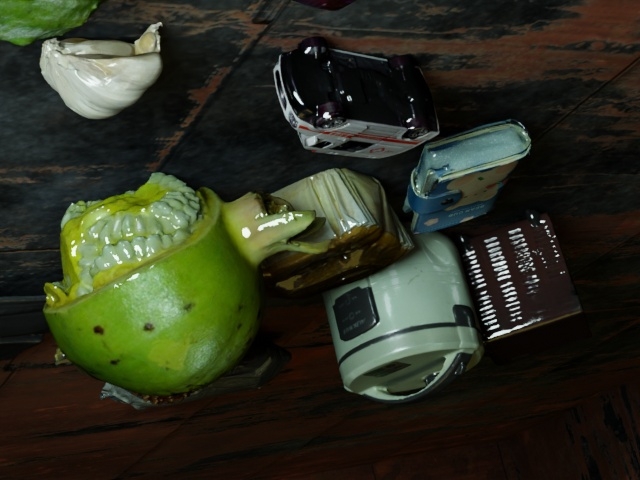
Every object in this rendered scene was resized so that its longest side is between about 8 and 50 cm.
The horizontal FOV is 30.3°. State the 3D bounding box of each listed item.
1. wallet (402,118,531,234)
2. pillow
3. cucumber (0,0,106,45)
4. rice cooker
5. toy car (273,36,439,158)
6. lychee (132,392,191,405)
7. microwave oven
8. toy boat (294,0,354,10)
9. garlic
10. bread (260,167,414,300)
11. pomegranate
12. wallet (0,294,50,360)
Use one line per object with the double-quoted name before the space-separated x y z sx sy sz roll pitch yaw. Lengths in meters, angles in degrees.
"wallet" 0.179 -0.079 1.507 0.141 0.059 0.202 -18 163 -11
"pillow" -0.204 0.224 2.011 0.335 0.092 0.161 -7 165 -22
"cucumber" -0.228 -0.194 0.808 0.134 0.134 0.244 -28 161 33
"rice cooker" 0.114 0.114 1.711 0.226 0.244 0.226 -13 161 -4
"toy car" 0.020 -0.135 1.192 0.210 0.089 0.108 1 160 -46
"lychee" -0.217 0.137 1.641 0.188 0.188 0.188 -13 161 -5
"microwave oven" 0.308 0.081 1.863 0.188 0.178 0.247 -17 161 12
"toy boat" -0.078 -0.251 0.829 0.136 0.079 0.392 -26 161 23
"garlic" -0.190 -0.144 1.029 0.113 0.074 0.094 -12 178 44
"bread" -0.001 0.002 1.518 0.210 0.109 0.192 -22 161 19
"pomegranate" -0.153 0.040 1.334 0.341 0.260 0.260 -21 160 9
"wallet" -0.483 0.126 1.609 0.247 0.041 0.323 1 159 -36
